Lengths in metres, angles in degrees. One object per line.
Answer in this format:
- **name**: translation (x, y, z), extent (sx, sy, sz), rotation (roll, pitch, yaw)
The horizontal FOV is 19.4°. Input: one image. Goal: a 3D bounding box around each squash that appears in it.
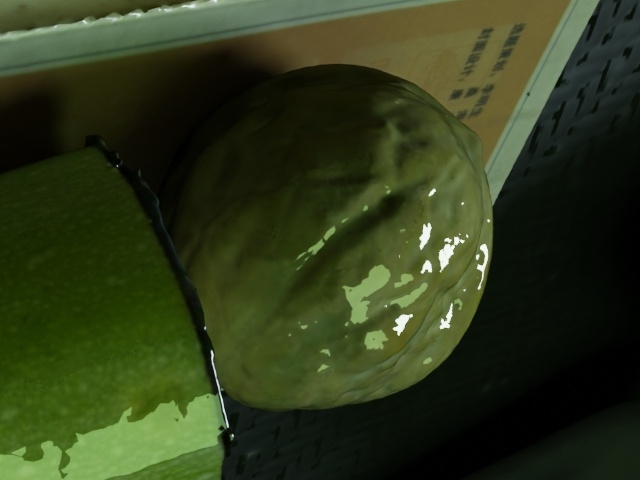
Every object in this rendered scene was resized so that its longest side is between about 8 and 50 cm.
- **squash**: translation (-0.121, 0.048, 0.397), extent (0.188, 0.095, 0.095), rotation (-18, 147, -16)

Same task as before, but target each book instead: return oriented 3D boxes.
- **book**: translation (-0.042, -0.007, 0.496), extent (0.242, 0.018, 0.170), rotation (-13, 144, -33)

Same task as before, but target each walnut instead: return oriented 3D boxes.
- **walnut**: translation (0.000, 0.000, 0.449), extent (0.092, 0.092, 0.092), rotation (-26, 149, -17)

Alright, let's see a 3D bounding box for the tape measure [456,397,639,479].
- **tape measure**: translation (0.073, 0.178, 0.780), extent (0.243, 0.125, 0.246), rotation (-24, 147, -7)
